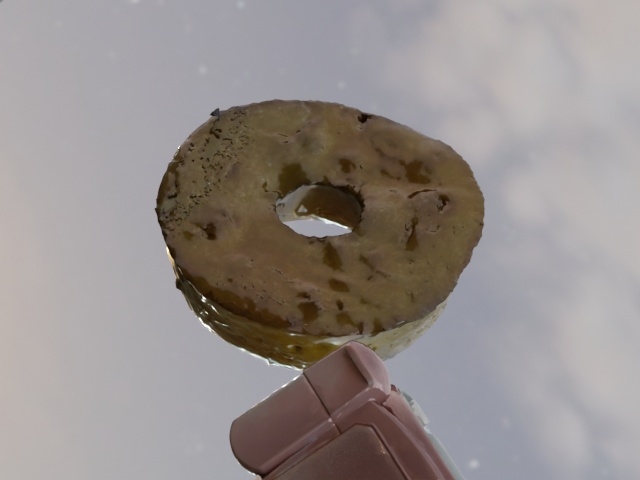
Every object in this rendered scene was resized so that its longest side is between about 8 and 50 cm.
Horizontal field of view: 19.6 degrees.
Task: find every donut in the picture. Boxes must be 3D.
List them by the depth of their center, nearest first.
[{"bbox_3d":[-0.002,-0.001,1.590,0.278,0.277,0.108,58,-22,32],"label":"donut"}]

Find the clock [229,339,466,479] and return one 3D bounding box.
[{"bbox_3d":[0.054,0.212,1.236,0.227,0.142,0.241,56,4,27],"label":"clock"}]

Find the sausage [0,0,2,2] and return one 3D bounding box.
[{"bbox_3d":[-0.240,-0.109,0.851,0.317,0.117,0.125,-31,-141,38],"label":"sausage"}]
